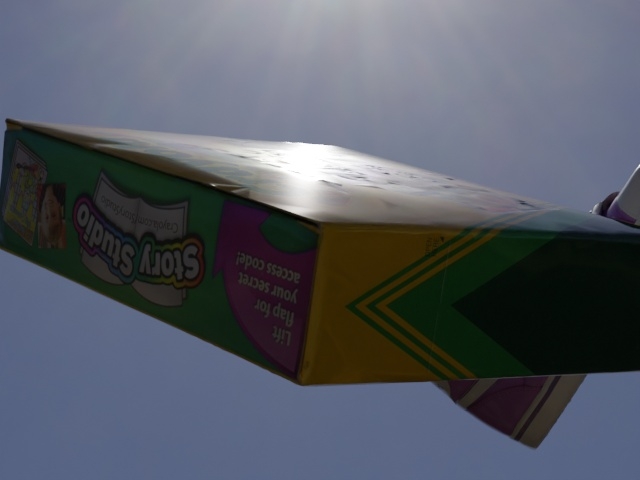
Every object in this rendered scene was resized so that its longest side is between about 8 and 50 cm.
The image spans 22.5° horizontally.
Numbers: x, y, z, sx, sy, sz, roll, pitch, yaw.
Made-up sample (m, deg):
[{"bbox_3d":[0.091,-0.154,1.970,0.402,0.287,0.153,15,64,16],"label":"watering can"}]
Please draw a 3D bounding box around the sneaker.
[{"bbox_3d":[0.174,0.026,1.303,0.161,0.102,0.282,32,-68,6],"label":"sneaker"}]

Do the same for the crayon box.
[{"bbox_3d":[0.000,0.000,1.109,0.313,0.106,0.363,3,10,-41],"label":"crayon box"}]
